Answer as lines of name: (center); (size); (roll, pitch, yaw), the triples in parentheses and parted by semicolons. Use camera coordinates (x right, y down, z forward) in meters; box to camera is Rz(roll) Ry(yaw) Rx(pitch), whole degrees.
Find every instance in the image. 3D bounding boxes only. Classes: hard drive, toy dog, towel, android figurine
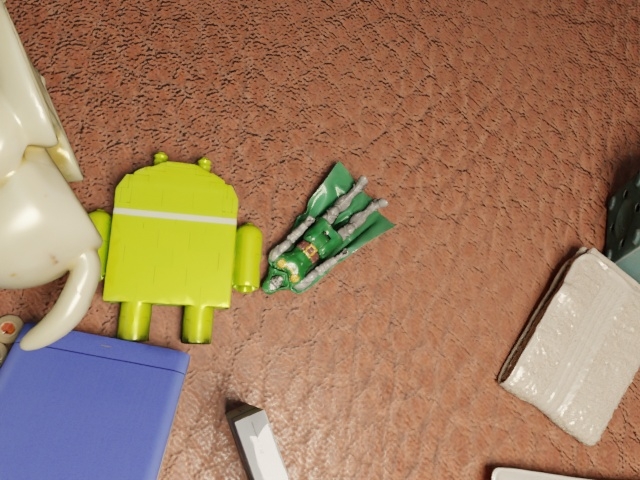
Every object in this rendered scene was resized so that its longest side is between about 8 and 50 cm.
hard drive: (-0.285, 0.248, 0.591); (0.211, 0.040, 0.318); (13, 45, -7)
toy dog: (-0.488, -0.033, 0.608); (0.408, 0.285, 0.395); (-20, 99, -17)
towel: (0.429, 0.165, 0.869); (0.187, 0.049, 0.282); (36, 77, -2)
android figurine: (-0.205, 0.007, 0.756); (0.249, 0.056, 0.272); (3, 77, -13)

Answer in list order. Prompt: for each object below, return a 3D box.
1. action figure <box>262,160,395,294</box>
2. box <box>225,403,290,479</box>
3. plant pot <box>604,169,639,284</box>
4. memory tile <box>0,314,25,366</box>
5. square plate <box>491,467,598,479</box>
action figure: (0.000, 0.000, 0.812); (0.137, 0.063, 0.232); (46, 73, -3)
box: (-0.070, 0.274, 0.650); (0.038, 0.186, 0.145); (-19, 81, -16)
plant pot: (0.626, -0.013, 0.886); (0.253, 0.247, 0.247); (11, 72, 7)
memory tile: (-0.466, 0.121, 0.681); (0.148, 0.012, 0.113); (28, 71, -6)
square plate: (0.388, 0.522, 0.776); (0.348, 0.049, 0.343); (11, 73, -12)
